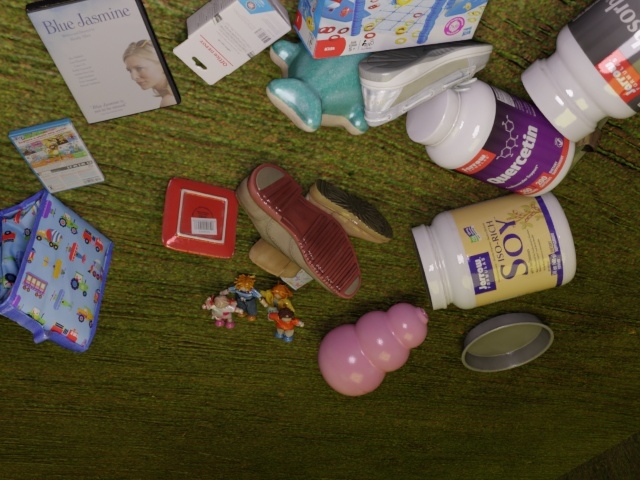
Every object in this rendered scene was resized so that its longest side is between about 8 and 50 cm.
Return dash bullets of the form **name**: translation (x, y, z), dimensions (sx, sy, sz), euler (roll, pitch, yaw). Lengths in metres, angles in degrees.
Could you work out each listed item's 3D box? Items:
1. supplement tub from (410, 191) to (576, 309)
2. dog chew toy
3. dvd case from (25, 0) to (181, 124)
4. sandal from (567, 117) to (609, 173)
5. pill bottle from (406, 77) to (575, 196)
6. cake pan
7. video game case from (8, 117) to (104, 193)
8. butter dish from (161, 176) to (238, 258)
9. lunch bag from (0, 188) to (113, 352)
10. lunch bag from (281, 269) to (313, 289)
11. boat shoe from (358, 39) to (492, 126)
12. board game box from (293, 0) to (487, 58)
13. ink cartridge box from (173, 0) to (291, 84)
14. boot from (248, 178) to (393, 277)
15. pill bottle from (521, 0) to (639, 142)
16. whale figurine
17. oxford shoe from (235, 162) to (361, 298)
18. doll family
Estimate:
- **supplement tub**: translation (0.399, 0.025, 1.649), dimensions (0.332, 0.241, 0.241), euler (-15, 141, 5)
- **dog chew toy**: translation (0.154, 0.290, 1.964), dimensions (0.332, 0.206, 0.207), euler (-36, 136, 16)
- **dvd case**: translation (-0.366, -0.317, 1.218), dimensions (0.181, 0.022, 0.253), euler (-12, 141, 2)
- **sandal**: translation (0.558, -0.215, 1.515), dimensions (0.120, 0.086, 0.302), euler (-2, 141, -11)
- **pill bottle**: translation (0.335, -0.208, 1.394), dimensions (0.323, 0.181, 0.181), euler (14, 135, -28)
- **cake pan**: translation (0.579, 0.319, 2.204), dimensions (0.293, 0.054, 0.293), euler (-7, 141, -5)
- **video game case**: translation (-0.514, -0.163, 1.378), dimensions (0.119, 0.015, 0.166), euler (-12, 142, 3)
- **butter dish**: translation (-0.271, -0.036, 1.513), dimensions (0.160, 0.159, 0.118), euler (11, 160, -26)
- **lunch bag**: translation (-0.552, 0.083, 1.448), dimensions (0.138, 0.293, 0.221), euler (-24, 139, 15)
- **lunch bag**: translation (-0.063, 0.075, 1.751), dimensions (0.071, 0.053, 0.083), euler (-32, 124, 22)
- **boat shoe**: translation (0.185, -0.288, 1.219), dimensions (0.320, 0.118, 0.103), euler (-30, 131, -40)
- **board game box**: translation (0.136, -0.436, 1.068), dimensions (0.308, 0.086, 0.302), euler (-13, 149, -19)
- **ink cartridge box**: translation (-0.153, -0.357, 1.190), dimensions (0.180, 0.060, 0.104), euler (-29, 139, 21)
- **boot**: translation (0.000, 0.000, 1.636), dimensions (0.236, 0.089, 0.269), euler (33, 126, -15)
- **pill bottle**: translation (0.560, -0.350, 1.251), dimensions (0.210, 0.210, 0.363), euler (25, 129, -37)
- **whale figurine**: translation (0.011, -0.272, 1.180), dimensions (0.216, 0.272, 0.141), euler (44, 120, -1)
- **oxford shoe**: translation (-0.046, -0.012, 1.523), dimensions (0.348, 0.123, 0.130), euler (52, 145, -11)
- **doll family**: translation (-0.163, 0.155, 1.800), dimensions (0.263, 0.118, 0.163), euler (10, 146, 2)
